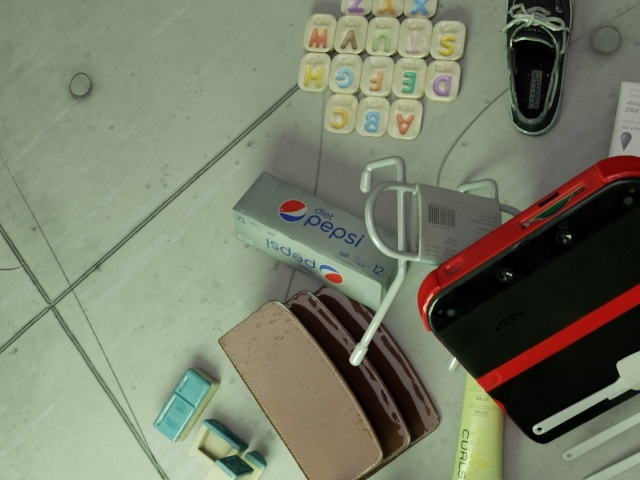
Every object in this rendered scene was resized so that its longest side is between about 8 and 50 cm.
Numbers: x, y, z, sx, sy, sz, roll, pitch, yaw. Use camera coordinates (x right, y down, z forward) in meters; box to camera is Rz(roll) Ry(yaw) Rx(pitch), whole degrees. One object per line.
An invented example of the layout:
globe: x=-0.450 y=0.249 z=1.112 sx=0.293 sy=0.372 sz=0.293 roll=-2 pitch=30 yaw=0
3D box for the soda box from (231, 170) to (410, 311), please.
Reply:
soda box: x=0.000 y=0.000 z=1.526 sx=0.286 sy=0.091 sz=0.098 roll=26 pitch=59 yaw=18

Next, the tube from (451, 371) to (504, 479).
tube: x=0.249 y=0.311 z=1.443 sx=0.070 sy=0.062 sz=0.240 roll=4 pitch=88 yaw=58

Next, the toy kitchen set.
toy kitchen set: x=-0.185 y=0.313 z=1.514 sx=0.207 sy=0.166 sz=0.122 roll=33 pitch=93 yaw=18

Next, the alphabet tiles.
alphabet tiles: x=0.103 y=-0.314 z=1.592 sx=0.284 sy=0.021 sz=0.278 roll=7 pitch=85 yaw=17

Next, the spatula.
spatula: x=0.441 y=0.261 z=1.352 sx=0.242 sy=0.019 sz=0.168 roll=-36 pitch=103 yaw=27

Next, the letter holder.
letter holder: x=0.023 y=0.221 z=1.475 sx=0.214 sy=0.152 sz=0.302 roll=-37 pitch=74 yaw=7

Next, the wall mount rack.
wall mount rack: x=0.168 y=0.041 z=1.411 sx=0.130 sy=0.350 sz=0.304 roll=-12 pitch=73 yaw=52

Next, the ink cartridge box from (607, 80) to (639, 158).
ink cartridge box: x=0.522 y=-0.080 z=1.383 sx=0.198 sy=0.115 sz=0.272 roll=10 pitch=86 yaw=17

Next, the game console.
game console: x=0.368 y=0.094 z=1.313 sx=0.386 sy=0.060 sz=0.342 roll=-35 pitch=114 yaw=21

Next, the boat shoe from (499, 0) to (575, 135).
boat shoe: x=0.338 y=-0.324 z=1.478 sx=0.113 sy=0.105 sz=0.306 roll=7 pitch=85 yaw=17
